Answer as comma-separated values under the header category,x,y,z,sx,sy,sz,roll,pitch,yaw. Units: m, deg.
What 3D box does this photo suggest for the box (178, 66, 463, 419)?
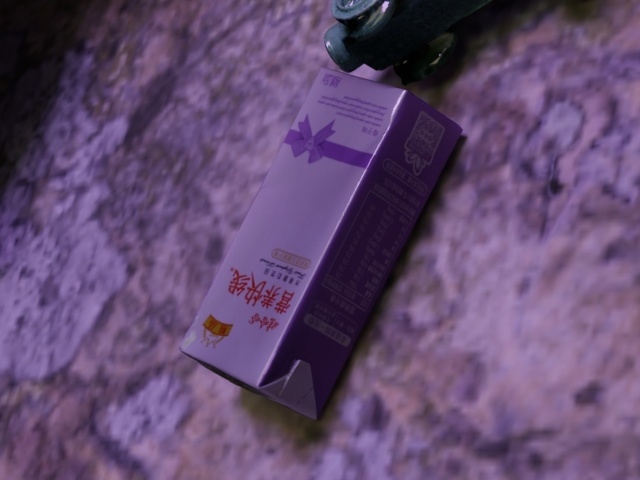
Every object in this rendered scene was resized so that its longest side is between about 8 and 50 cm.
category,x,y,z,sx,sy,sz,roll,pitch,yaw
box,0.000,0.000,0.663,0.051,0.036,0.117,18,79,48

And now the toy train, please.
category,x,y,z,sx,sy,sz,roll,pitch,yaw
toy train,0.050,-0.109,0.675,0.122,0.050,0.081,-29,44,28
